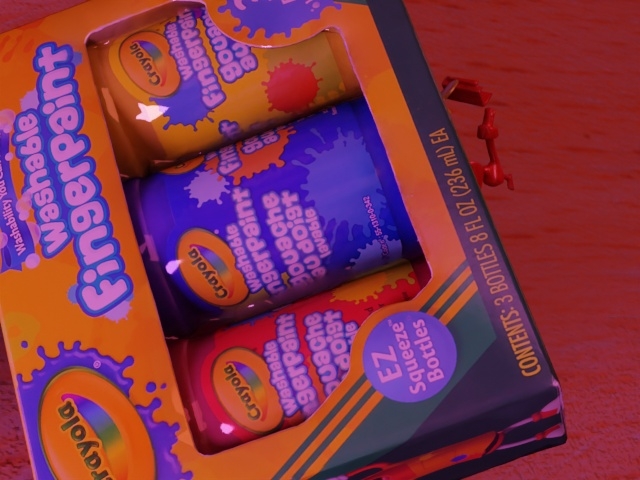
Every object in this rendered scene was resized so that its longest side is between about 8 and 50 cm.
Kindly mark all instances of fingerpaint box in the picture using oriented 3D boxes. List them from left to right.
[{"bbox_3d":[-0.062,-0.001,1.055,0.371,0.163,0.445,-20,64,3],"label":"fingerpaint box"}]

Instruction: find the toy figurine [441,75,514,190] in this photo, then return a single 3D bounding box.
[{"bbox_3d":[0.000,0.000,1.263,0.217,0.191,0.362,17,67,34],"label":"toy figurine"}]
